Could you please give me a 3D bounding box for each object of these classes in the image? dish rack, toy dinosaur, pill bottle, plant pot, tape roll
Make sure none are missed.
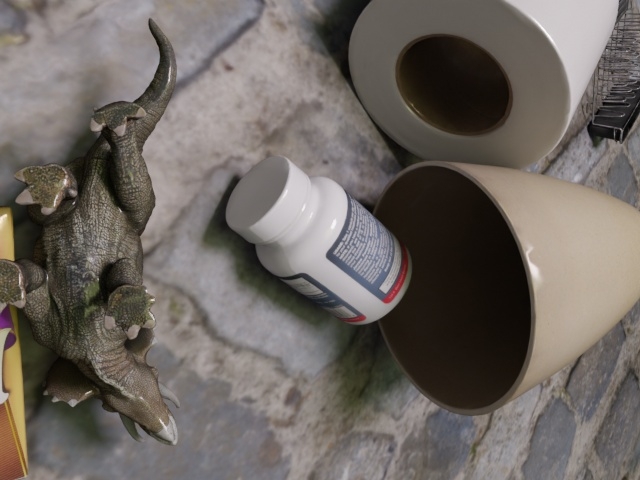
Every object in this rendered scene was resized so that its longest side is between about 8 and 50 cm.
[{"bbox_3d":[0.578,-0.349,1.091,0.208,0.074,0.271,-48,136,-33],"label":"dish rack"},{"bbox_3d":[-0.161,-0.004,0.404,0.121,0.160,0.313,-2,80,-19],"label":"toy dinosaur"},{"bbox_3d":[0.000,0.000,0.560,0.180,0.108,0.108,39,65,-37],"label":"pill bottle"},{"bbox_3d":[0.235,0.029,0.635,0.274,0.256,0.256,-9,98,-26],"label":"plant pot"},{"bbox_3d":[0.176,-0.216,0.628,0.246,0.246,0.169,52,58,-31],"label":"tape roll"}]

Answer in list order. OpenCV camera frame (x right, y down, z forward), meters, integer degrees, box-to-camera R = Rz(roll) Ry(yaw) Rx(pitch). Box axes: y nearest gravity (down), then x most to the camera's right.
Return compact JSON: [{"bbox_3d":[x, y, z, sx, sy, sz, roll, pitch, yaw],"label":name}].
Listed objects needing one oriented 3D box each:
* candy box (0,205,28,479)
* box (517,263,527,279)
[{"bbox_3d":[-0.255,0.072,0.361,0.109,0.053,0.186,-6,97,-44],"label":"candy box"},{"bbox_3d":[0.314,0.052,0.861,0.203,0.103,0.114,-24,108,-40],"label":"box"}]
